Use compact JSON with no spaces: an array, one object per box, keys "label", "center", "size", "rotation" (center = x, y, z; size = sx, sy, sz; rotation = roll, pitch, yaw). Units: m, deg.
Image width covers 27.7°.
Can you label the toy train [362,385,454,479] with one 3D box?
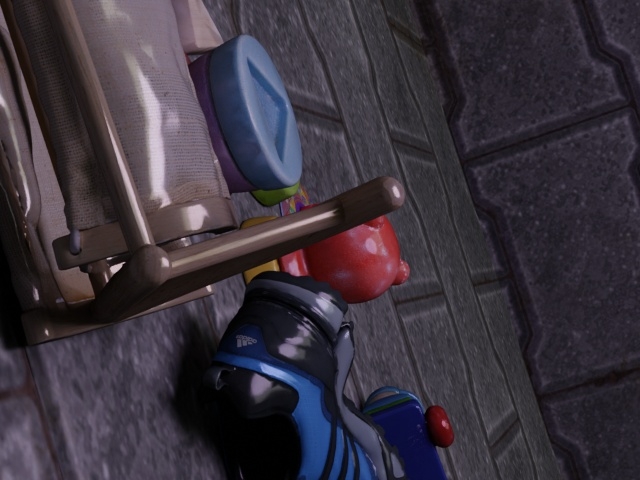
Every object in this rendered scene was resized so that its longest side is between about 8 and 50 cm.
[{"label":"toy train","center":[0.106,0.270,1.310],"size":[0.143,0.105,0.248],"rotation":[-100,169,-82]}]

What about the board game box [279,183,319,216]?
[{"label":"board game box","center":[0.000,0.000,1.357],"size":[0.133,0.033,0.169],"rotation":[49,27,-57]}]

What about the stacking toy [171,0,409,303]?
[{"label":"stacking toy","center":[-0.033,-0.097,1.166],"size":[0.309,0.130,0.280],"rotation":[58,20,-43]}]

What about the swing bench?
[{"label":"swing bench","center":[-0.117,-0.089,0.719],"size":[0.165,0.254,0.253],"rotation":[-17,86,-33]}]

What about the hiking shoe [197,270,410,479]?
[{"label":"hiking shoe","center":[-0.021,0.169,1.003],"size":[0.132,0.113,0.304],"rotation":[-51,134,-37]}]
